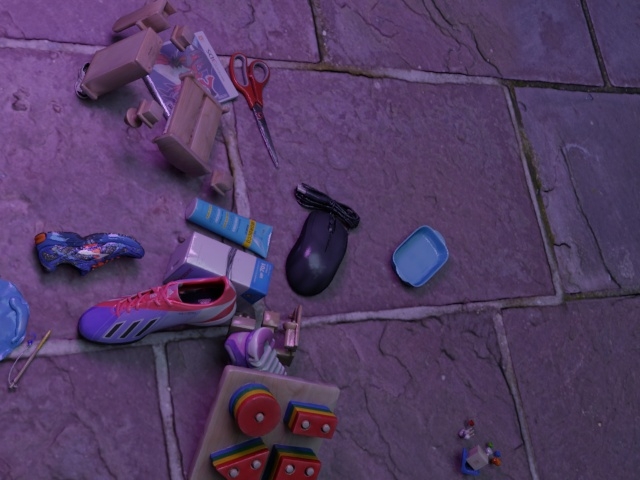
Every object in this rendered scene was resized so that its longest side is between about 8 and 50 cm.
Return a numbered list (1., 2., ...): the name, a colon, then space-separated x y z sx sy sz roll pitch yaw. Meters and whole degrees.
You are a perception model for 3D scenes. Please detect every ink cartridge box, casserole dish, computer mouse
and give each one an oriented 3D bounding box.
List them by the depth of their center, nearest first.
1. ink cartridge box: -0.217 0.071 1.876 0.191 0.140 0.082 25 60 -21
2. computer mouse: 0.000 0.000 2.073 0.189 0.072 0.272 28 60 -20
3. casserole dish: 0.245 0.042 2.223 0.188 0.037 0.114 -41 95 -34

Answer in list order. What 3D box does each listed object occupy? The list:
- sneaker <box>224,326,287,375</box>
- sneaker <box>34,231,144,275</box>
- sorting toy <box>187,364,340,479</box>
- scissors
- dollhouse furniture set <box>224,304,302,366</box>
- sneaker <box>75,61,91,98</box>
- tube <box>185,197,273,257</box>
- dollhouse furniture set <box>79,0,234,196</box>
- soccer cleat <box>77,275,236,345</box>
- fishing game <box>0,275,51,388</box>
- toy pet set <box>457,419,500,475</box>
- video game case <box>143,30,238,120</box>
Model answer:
1. sneaker: -0.139 0.275 1.847 0.095 0.105 0.236 -61 146 -48
2. sneaker: -0.468 0.029 1.794 0.221 0.083 0.087 1 85 -24
3. sorting toy: -0.102 0.403 1.770 0.256 0.089 0.257 15 101 -25
4. scissors: -0.162 -0.317 2.132 0.109 0.021 0.297 4 71 -32
5. dollhouse furniture set: -0.121 0.176 1.910 0.151 0.144 0.123 11 56 -8
6. sneaker: -0.515 -0.351 1.924 0.032 0.037 0.083 9 69 -30
7. tube: -0.202 -0.033 1.986 0.207 0.052 0.080 24 68 -27
8. dollhouse furniture set: -0.338 -0.305 1.983 0.355 0.174 0.303 46 43 -39
9. soccer cleat: -0.326 0.129 1.761 0.319 0.116 0.108 -8 60 -11
10. fishing game: -0.645 0.145 1.661 0.264 0.041 0.189 37 57 -23
11. toy pet set: 0.371 0.516 2.118 0.122 0.065 0.114 50 21 -9
12. video game case: -0.314 -0.385 2.063 0.201 0.023 0.183 -28 87 -35
